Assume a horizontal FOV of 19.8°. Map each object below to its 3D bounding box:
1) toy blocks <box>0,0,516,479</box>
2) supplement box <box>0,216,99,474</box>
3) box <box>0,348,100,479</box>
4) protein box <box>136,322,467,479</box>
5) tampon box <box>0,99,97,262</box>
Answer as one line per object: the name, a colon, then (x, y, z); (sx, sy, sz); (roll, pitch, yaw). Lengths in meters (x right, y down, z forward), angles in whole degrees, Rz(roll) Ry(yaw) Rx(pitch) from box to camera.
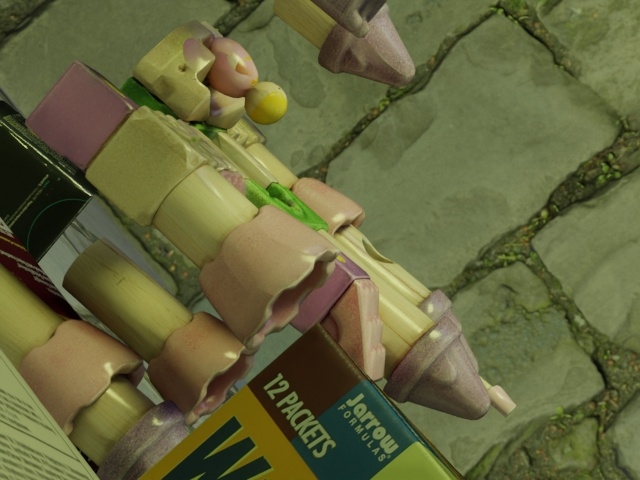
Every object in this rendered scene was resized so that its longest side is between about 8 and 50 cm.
toy blocks: (0.000, 0.000, 0.986); (0.260, 0.309, 0.288); (41, 8, 11)
supplement box: (-0.186, 0.068, 1.094); (0.239, 0.073, 0.130); (49, 6, 21)
box: (-0.155, 0.068, 0.521); (0.232, 0.127, 0.148); (48, 0, 23)
protein box: (0.000, 0.188, 0.856); (0.136, 0.201, 0.200); (48, 0, 44)
tampon box: (-0.233, -0.024, 1.301); (0.101, 0.120, 0.161); (40, 0, -6)
